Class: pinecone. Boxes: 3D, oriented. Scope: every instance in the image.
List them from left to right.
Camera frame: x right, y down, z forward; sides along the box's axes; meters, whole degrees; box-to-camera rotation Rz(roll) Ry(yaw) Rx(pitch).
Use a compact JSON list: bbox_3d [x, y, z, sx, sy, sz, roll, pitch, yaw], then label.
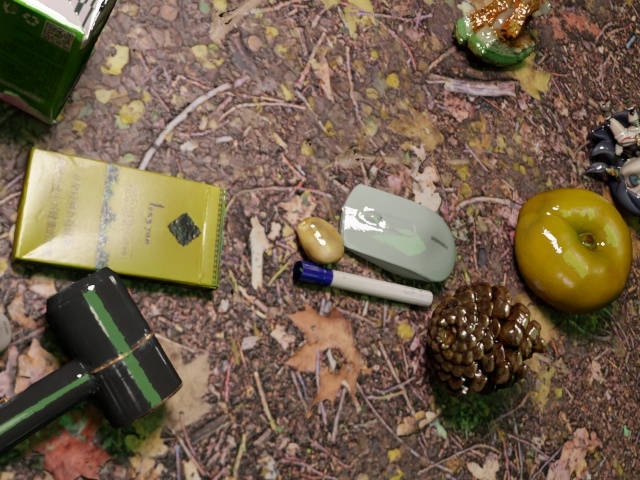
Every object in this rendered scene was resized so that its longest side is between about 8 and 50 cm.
[{"bbox_3d":[0.272,0.167,1.206,0.204,0.184,0.179,22,39,-51],"label":"pinecone"}]

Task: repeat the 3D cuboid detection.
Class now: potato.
[{"bbox_3d":[0.000,0.000,1.144,0.083,0.062,0.068,60,21,-14],"label":"potato"}]

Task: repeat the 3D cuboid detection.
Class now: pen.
[{"bbox_3d":[0.076,0.074,1.189,0.268,0.033,0.033,13,71,-29],"label":"pen"}]

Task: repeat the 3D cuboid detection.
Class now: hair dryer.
[{"bbox_3d":[-0.359,0.189,0.860,0.352,0.107,0.189,-31,95,-28],"label":"hair dryer"}]

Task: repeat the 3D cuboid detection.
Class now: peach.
[{"bbox_3d":[0.484,0.015,1.394,0.251,0.153,0.251,8,64,-16],"label":"peach"}]

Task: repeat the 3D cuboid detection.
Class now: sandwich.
[{"bbox_3d":[0.371,-0.432,1.426,0.184,0.160,0.109,-16,67,-41],"label":"sandwich"}]

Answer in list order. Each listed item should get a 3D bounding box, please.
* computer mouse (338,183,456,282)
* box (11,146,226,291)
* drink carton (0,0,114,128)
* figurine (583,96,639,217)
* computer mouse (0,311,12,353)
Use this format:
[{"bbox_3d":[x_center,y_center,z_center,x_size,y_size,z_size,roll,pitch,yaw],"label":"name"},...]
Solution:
[{"bbox_3d":[0.137,-0.010,1.225,0.230,0.079,0.128,23,65,-22],"label":"computer mouse"},{"bbox_3d":[-0.267,-0.024,0.996,0.278,0.041,0.153,11,72,-30],"label":"box"},{"bbox_3d":[-0.324,-0.268,0.885,0.108,0.271,0.161,28,66,-18],"label":"drink carton"},{"bbox_3d":[0.695,-0.179,1.556,0.196,0.175,0.265,-12,92,-38],"label":"figurine"},{"bbox_3d":[-0.421,0.116,0.867,0.096,0.039,0.066,-10,83,-33],"label":"computer mouse"}]
